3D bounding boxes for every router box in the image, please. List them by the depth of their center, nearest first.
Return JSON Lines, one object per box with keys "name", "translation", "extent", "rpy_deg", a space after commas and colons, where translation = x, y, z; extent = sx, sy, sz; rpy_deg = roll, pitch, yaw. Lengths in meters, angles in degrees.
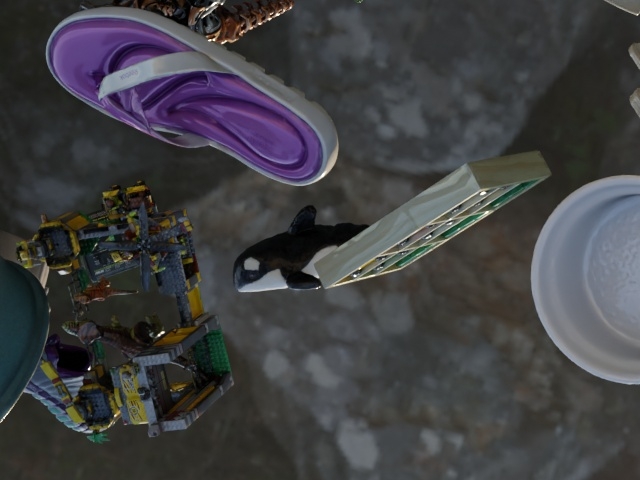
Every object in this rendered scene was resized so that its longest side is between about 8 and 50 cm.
{"name": "router box", "translation": [-0.283, -0.004, 2.076], "extent": [0.038, 0.122, 0.092], "rpy_deg": [-122, 16, -48]}

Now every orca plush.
{"name": "orca plush", "translation": [0.000, 0.000, 2.207], "extent": [0.287, 0.102, 0.151], "rpy_deg": [-7, -158, 19]}

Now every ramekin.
{"name": "ramekin", "translation": [0.438, 0.047, 1.987], "extent": [0.277, 0.277, 0.135], "rpy_deg": [10, -170, 31]}

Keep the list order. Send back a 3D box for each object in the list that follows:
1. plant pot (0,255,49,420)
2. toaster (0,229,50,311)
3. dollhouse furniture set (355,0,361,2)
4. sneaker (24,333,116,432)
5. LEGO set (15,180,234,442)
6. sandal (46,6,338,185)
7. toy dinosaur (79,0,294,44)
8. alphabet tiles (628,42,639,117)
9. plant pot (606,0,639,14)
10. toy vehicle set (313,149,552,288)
{"name": "plant pot", "translation": [-0.533, 0.050, 1.614], "extent": [0.341, 0.341, 0.334], "rpy_deg": [7, 144, 40]}
{"name": "toaster", "translation": [-0.487, 0.053, 2.049], "extent": [0.227, 0.129, 0.146], "rpy_deg": [22, -167, -18]}
{"name": "dollhouse furniture set", "translation": [0.124, -0.456, 1.882], "extent": [0.151, 0.301, 0.197], "rpy_deg": [51, -176, -10]}
{"name": "sneaker", "translation": [-0.327, 0.196, 1.999], "extent": [0.098, 0.083, 0.223], "rpy_deg": [-20, 145, 25]}
{"name": "LEGO set", "translation": [-0.254, 0.107, 1.799], "extent": [0.254, 0.331, 0.192], "rpy_deg": [0, -166, 18]}
{"name": "sandal", "translation": [-0.176, -0.175, 1.807], "extent": [0.416, 0.102, 0.169], "rpy_deg": [20, 130, 18]}
{"name": "toy dinosaur", "translation": [-0.200, -0.353, 2.151], "extent": [0.164, 0.218, 0.322], "rpy_deg": [34, -143, 30]}
{"name": "alphabet tiles", "translation": [0.521, -0.151, 1.934], "extent": [0.284, 0.278, 0.021], "rpy_deg": [-11, 153, -44]}
{"name": "plant pot", "translation": [0.440, -0.380, 2.046], "extent": [0.096, 0.109, 0.109], "rpy_deg": [42, 126, 1]}
{"name": "toy vehicle set", "translation": [0.135, -0.025, 1.781], "extent": [0.267, 0.035, 0.166], "rpy_deg": [-34, 167, 38]}
